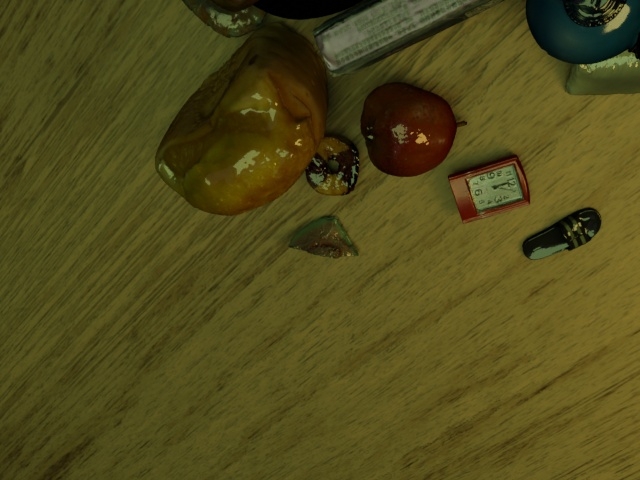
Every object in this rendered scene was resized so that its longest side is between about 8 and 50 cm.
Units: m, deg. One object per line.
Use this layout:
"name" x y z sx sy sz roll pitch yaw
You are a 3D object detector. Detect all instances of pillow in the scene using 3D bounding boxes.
"pillow" 0.598 -0.319 1.255 0.253 0.078 0.144 1 155 14

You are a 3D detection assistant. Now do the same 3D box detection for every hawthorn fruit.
"hawthorn fruit" 0.199 -0.229 1.384 0.225 0.196 0.197 -6 114 -9

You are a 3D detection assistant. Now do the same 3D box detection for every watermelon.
"watermelon" 0.000 -0.002 1.591 0.155 0.080 0.101 0 105 32

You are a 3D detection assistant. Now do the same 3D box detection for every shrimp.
"shrimp" -0.237 -0.560 1.405 0.317 0.062 0.164 42 91 6

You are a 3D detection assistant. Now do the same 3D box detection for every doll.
"doll" 0.494 -0.402 1.114 0.309 0.284 0.240 22 117 9

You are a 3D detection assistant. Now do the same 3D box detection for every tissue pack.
"tissue pack" 0.183 -0.430 1.238 0.361 0.259 0.122 -19 104 24

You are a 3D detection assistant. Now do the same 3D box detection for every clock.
"clock" 0.365 -0.114 1.441 0.155 0.061 0.113 -16 108 18

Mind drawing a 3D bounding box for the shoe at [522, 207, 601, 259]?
"shoe" 0.524 -0.003 1.449 0.179 0.049 0.071 -28 104 25

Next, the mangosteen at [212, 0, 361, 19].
"mangosteen" -0.038 -0.550 1.148 0.381 0.435 0.382 12 138 11

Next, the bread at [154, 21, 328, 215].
"bread" -0.142 -0.215 1.370 0.361 0.394 0.250 -37 115 23

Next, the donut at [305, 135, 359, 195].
"donut" 0.030 -0.170 1.508 0.140 0.059 0.141 6 116 13
